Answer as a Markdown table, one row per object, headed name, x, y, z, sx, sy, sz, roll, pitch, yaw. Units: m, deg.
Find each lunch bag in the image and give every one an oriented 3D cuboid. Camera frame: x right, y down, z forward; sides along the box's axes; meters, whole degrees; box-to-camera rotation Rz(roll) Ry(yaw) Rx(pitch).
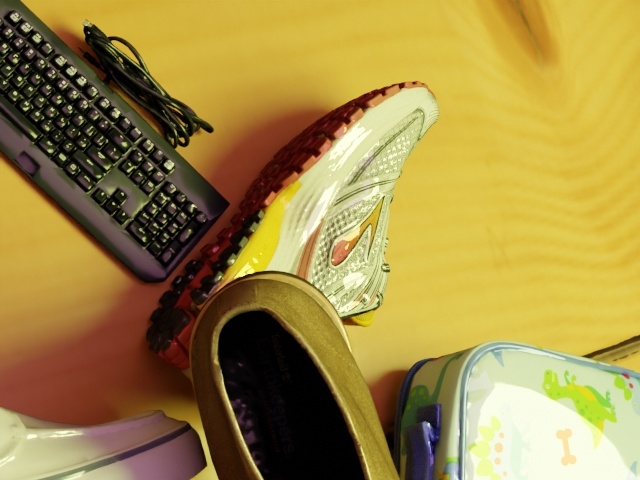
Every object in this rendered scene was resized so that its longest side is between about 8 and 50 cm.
| name | x | y | z | sx | sy | sz | roll | pitch | yaw |
| --- | --- | --- | --- | --- | --- | --- | --- | --- | --- |
| lunch bag | 0.120 | 0.171 | 0.732 | 0.176 | 0.090 | 0.219 | 13 | 68 | -27 |

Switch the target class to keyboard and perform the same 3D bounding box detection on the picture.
| name | x | y | z | sx | sy | sz | roll | pitch | yaw |
| --- | --- | --- | --- | --- | --- | --- | --- | --- | --- |
| keyboard | -0.125 | -0.074 | 0.700 | 0.192 | 0.038 | 0.100 | 44 | 57 | -12 |

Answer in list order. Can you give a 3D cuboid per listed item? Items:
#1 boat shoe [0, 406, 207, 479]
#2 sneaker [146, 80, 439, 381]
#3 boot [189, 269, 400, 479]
| name | x | y | z | sx | sy | sz | roll | pitch | yaw |
| --- | --- | --- | --- | --- | --- | --- | --- | --- | --- |
| boat shoe | -0.172 | 0.098 | 0.580 | 0.258 | 0.095 | 0.084 | -8 | 82 | -34 |
| sneaker | 0.000 | 0.000 | 0.730 | 0.092 | 0.088 | 0.225 | 44 | 67 | -16 |
| boot | 0.013 | 0.163 | 0.595 | 0.112 | 0.115 | 0.305 | -23 | 92 | -2 |
